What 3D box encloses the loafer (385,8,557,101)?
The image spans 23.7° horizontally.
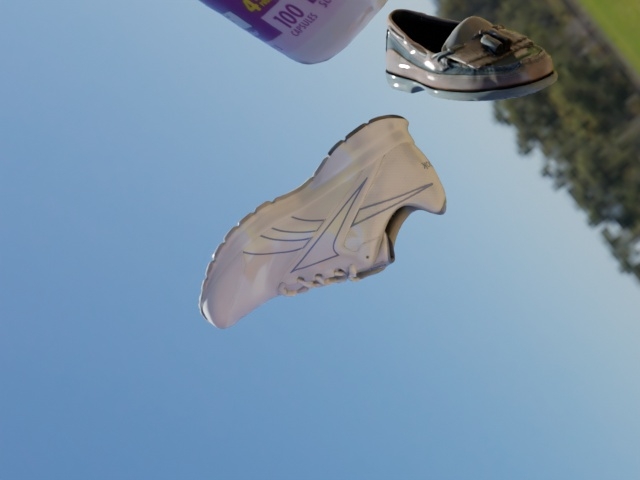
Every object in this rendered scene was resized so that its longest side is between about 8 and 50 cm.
[{"bbox_3d":[0.142,-0.198,1.597,0.267,0.096,0.084,15,123,59],"label":"loafer"}]

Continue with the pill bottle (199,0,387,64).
[{"bbox_3d":[-0.084,-0.258,0.985,0.301,0.169,0.169,31,-164,-18],"label":"pill bottle"}]

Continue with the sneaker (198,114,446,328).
[{"bbox_3d":[0.000,0.000,1.588,0.129,0.297,0.111,52,-173,12],"label":"sneaker"}]
